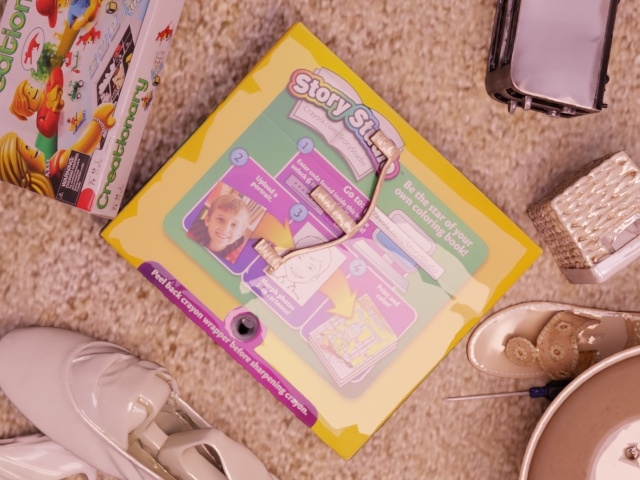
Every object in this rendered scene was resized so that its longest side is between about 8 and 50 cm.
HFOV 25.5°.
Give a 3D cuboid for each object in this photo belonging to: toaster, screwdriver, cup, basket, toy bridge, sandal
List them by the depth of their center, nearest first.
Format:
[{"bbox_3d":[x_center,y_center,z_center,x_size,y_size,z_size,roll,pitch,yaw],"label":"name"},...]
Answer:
[{"bbox_3d":[0.014,-0.030,1.468,0.188,0.026,0.063,-44,95,-2],"label":"toy bridge"},{"bbox_3d":[0.371,0.270,1.497,0.331,0.237,0.331,0,86,6],"label":"cup"},{"bbox_3d":[0.251,-0.225,1.512,0.110,0.168,0.185,8,93,-4],"label":"toaster"},{"bbox_3d":[0.300,-0.024,1.531,0.113,0.167,0.103,-36,89,-2],"label":"basket"},{"bbox_3d":[0.288,0.113,1.576,0.240,0.079,0.088,-2,93,-4],"label":"sandal"},{"bbox_3d":[0.224,0.175,1.602,0.170,0.025,0.024,-5,93,-5],"label":"screwdriver"}]

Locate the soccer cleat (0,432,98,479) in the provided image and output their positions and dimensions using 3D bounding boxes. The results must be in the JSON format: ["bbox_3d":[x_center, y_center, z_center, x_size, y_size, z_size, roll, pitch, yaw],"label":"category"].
[{"bbox_3d":[-0.339,0.247,1.542,0.196,0.068,0.076,-8,96,-7],"label":"soccer cleat"}]

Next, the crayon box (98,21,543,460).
[{"bbox_3d":[0.000,0.000,1.536,0.363,0.106,0.313,43,88,-4],"label":"crayon box"}]

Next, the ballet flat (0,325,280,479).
[{"bbox_3d":[-0.165,0.208,1.511,0.400,0.139,0.139,41,89,-8],"label":"ballet flat"}]

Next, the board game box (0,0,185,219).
[{"bbox_3d":[-0.256,-0.195,1.488,0.193,0.053,0.305,18,91,28],"label":"board game box"}]
